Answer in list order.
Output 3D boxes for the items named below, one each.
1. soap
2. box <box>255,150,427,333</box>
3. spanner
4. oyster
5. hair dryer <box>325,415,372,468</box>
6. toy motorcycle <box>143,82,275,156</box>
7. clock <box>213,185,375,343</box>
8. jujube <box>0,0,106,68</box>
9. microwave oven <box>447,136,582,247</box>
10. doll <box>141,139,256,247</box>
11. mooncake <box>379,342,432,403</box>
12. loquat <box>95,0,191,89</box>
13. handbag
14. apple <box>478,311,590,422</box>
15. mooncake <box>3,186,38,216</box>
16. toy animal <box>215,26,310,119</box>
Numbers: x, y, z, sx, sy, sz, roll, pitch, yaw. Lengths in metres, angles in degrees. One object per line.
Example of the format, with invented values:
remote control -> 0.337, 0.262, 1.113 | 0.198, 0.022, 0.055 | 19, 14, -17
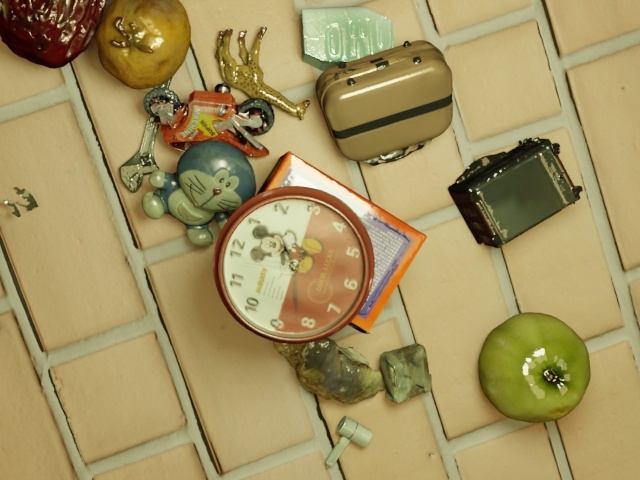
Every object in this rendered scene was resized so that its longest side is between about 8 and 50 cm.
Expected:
soap -> 0.071, -0.472, 1.785 | 0.230, 0.091, 0.145 | -4, 95, -6
box -> 0.000, 0.000, 1.693 | 0.348, 0.318, 0.257 | 31, 89, -9
spanner -> -0.397, -0.268, 1.776 | 0.093, 0.026, 0.326 | 14, 90, -7
oyster -> 0.009, 0.295, 1.818 | 0.166, 0.110, 0.341 | -42, 111, 3
hair dryer -> 0.059, 0.509, 1.875 | 0.082, 0.047, 0.137 | 33, 95, -9
toy motorcycle -> -0.255, -0.270, 1.739 | 0.298, 0.089, 0.171 | 6, 128, -10
clock -> -0.051, 0.050, 1.494 | 0.318, 0.080, 0.319 | 0, 101, -1
jujube -> -0.569, -0.567, 1.620 | 0.258, 0.258, 0.377 | 23, 89, -8
microwave oven -> 0.456, -0.119, 1.813 | 0.247, 0.178, 0.188 | -30, 99, -4
doll -> -0.257, -0.113, 1.696 | 0.228, 0.258, 0.154 | 36, 50, -25
mooncake -> 0.208, 0.322, 1.857 | 0.125, 0.073, 0.130 | -12, 101, -32
loquat -> -0.382, -0.442, 1.658 | 0.193, 0.238, 0.238 | 35, 89, -12
handbag -> 0.158, -0.294, 1.756 | 0.301, 0.149, 0.283 | -18, 133, -3
apple -> 0.511, 0.302, 1.819 | 0.279, 0.279, 0.279 | 0, 94, -7
mooncake -> -0.729, 0.056, 1.741 | 0.150, 0.057, 0.347 | 33, 87, -20
toy animal -> -0.144, -0.384, 1.783 | 0.149, 0.054, 0.275 | -32, 94, -7
